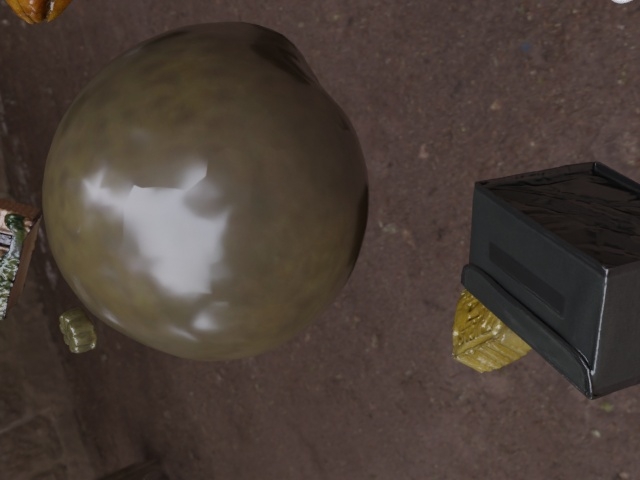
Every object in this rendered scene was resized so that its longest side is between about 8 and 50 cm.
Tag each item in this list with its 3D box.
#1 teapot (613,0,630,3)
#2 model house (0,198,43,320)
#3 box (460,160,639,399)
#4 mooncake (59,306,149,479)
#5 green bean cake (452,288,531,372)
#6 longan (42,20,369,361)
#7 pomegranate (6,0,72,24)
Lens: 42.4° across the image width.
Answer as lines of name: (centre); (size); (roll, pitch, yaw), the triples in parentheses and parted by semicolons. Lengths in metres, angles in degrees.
teapot: (0.614, -0.525, 1.492); (0.092, 0.145, 0.226); (44, 109, 20)
model house: (-0.580, 0.012, 1.396); (0.166, 0.172, 0.183); (-126, 55, -76)
box: (0.412, 0.039, 1.258); (0.345, 0.251, 0.205); (-133, 38, -56)
mooncake: (-0.238, 0.186, 0.903); (0.347, 0.057, 0.150); (-147, 41, -66)
green bean cake: (0.440, 0.202, 2.094); (0.229, 0.131, 0.224); (-39, 31, 49)
longan: (-0.080, -0.039, 0.624); (0.258, 0.258, 0.258); (35, 135, 44)
pomegranate: (-0.162, -0.242, 0.479); (0.209, 0.209, 0.209); (35, 135, 44)
